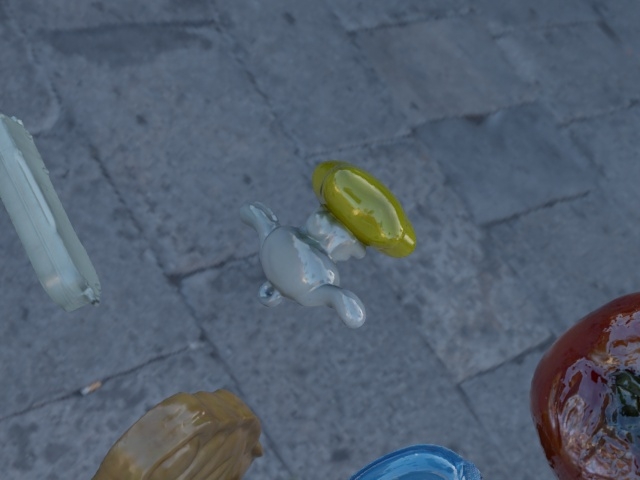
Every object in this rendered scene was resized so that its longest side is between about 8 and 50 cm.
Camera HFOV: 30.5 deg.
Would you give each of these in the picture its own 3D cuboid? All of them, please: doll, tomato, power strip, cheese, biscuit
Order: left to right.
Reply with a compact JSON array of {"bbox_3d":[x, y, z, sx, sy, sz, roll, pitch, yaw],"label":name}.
[{"bbox_3d":[-0.206,-0.028,0.838,0.191,0.030,0.047,60,6,21],"label":"power strip"},{"bbox_3d":[-0.167,0.260,1.033,0.057,0.351,0.312,41,69,14],"label":"biscuit"},{"bbox_3d":[0.004,0.004,0.777,0.071,0.113,0.135,50,19,-47],"label":"doll"},{"bbox_3d":[0.042,0.271,1.213,0.037,0.256,0.106,-96,170,-69],"label":"cheese"},{"bbox_3d":[0.276,0.146,0.957,0.228,0.228,0.101,63,17,19],"label":"tomato"}]
